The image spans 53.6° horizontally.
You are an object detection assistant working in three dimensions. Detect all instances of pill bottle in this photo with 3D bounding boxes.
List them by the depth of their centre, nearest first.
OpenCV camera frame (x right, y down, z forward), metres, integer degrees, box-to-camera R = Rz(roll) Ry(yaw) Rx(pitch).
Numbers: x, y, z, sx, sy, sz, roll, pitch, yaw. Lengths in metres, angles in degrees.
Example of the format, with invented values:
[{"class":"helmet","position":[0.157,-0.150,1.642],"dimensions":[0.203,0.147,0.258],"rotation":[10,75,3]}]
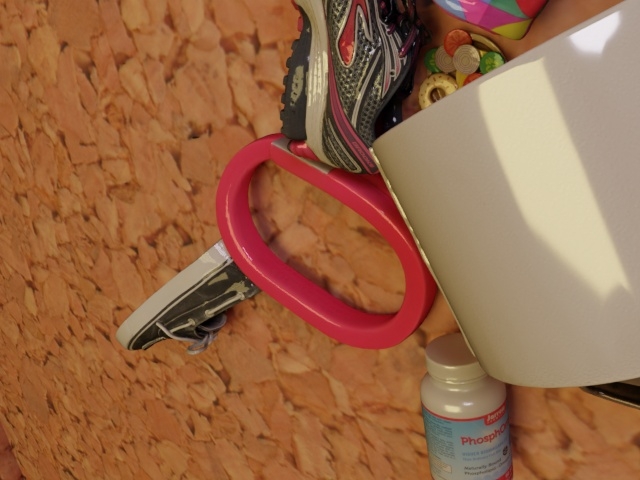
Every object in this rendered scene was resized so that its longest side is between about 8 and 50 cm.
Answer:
[{"class":"pill bottle","position":[0.149,0.181,0.654],"dimensions":[0.087,0.087,0.160],"rotation":[7,116,40]}]

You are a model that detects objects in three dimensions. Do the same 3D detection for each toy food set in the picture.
[{"class":"toy food set","position":[0.126,-0.141,0.555],"dimensions":[0.083,0.020,0.082],"rotation":[27,127,30]}]

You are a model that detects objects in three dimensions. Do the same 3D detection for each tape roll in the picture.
[{"class":"tape roll","position":[0.177,-0.041,0.400],"dimensions":[0.246,0.246,0.169],"rotation":[-24,94,46]}]

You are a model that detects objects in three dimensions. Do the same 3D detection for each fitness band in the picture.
[{"class":"fitness band","position":[0.000,0.000,0.715],"dimensions":[0.291,0.054,0.208],"rotation":[34,132,20]}]

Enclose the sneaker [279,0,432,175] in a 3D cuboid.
[{"class":"sneaker","position":[0.042,-0.198,0.541],"dimensions":[0.112,0.121,0.299],"rotation":[22,132,25]}]

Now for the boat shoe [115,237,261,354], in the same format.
[{"class":"boat shoe","position":[-0.180,0.102,0.902],"dimensions":[0.306,0.113,0.105],"rotation":[-37,90,31]}]

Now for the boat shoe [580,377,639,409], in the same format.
[{"class":"boat shoe","position":[0.313,0.111,0.390],"dimensions":[0.117,0.096,0.324],"rotation":[37,171,-37]}]

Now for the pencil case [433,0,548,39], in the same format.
[{"class":"pencil case","position":[0.150,-0.254,0.420],"dimensions":[0.104,0.104,0.236],"rotation":[44,134,17]}]
